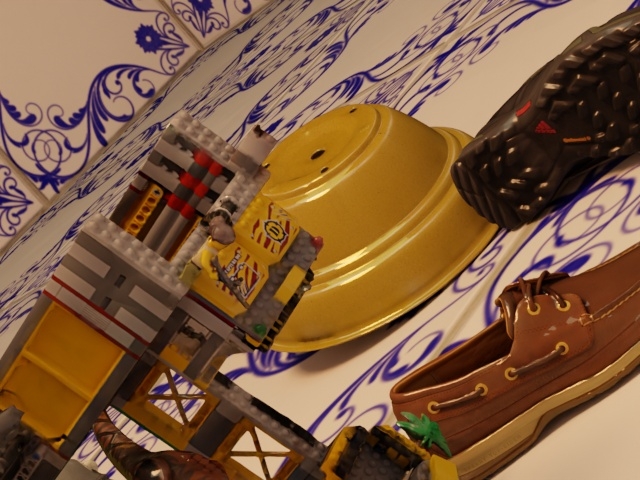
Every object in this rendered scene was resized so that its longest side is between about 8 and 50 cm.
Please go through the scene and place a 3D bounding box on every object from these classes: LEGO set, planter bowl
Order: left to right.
[{"bbox_3d":[-0.050,0.103,0.763,0.192,0.255,0.331,-53,-6,39],"label":"LEGO set"},{"bbox_3d":[0.018,-0.030,1.311,0.217,0.090,0.217,-29,24,14],"label":"planter bowl"}]

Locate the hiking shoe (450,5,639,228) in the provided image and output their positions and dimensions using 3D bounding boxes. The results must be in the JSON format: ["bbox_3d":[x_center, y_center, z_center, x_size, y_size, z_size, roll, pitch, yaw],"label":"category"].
[{"bbox_3d":[0.175,-0.100,1.192,0.227,0.086,0.114,-32,18,42],"label":"hiking shoe"}]

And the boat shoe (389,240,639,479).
[{"bbox_3d":[0.111,0.046,0.924,0.178,0.060,0.064,-39,12,11],"label":"boat shoe"}]

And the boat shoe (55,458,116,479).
[{"bbox_3d":[-0.186,0.184,1.279,0.116,0.099,0.319,-45,12,-17],"label":"boat shoe"}]
